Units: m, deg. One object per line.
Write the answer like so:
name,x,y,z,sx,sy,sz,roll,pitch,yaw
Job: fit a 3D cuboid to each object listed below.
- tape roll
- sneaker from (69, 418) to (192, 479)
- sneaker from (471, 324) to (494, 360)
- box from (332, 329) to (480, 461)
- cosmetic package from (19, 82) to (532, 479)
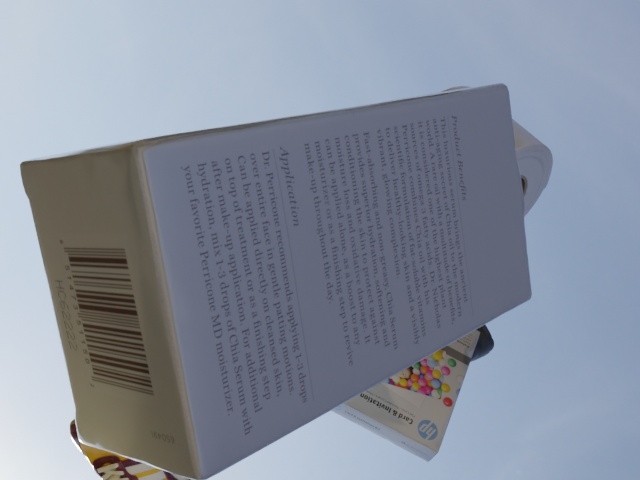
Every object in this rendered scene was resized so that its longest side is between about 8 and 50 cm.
tape roll,0.234,-0.107,1.305,0.246,0.246,0.169,-47,-122,11
sneaker,-0.200,0.258,0.844,0.070,0.185,0.083,-23,-146,32
sneaker,0.149,0.191,1.198,0.130,0.286,0.109,-28,-113,-25
box,0.105,0.159,0.989,0.186,0.145,0.038,-60,176,-37
cosmetic package,0.000,0.000,0.701,0.162,0.453,0.230,0,-78,44
